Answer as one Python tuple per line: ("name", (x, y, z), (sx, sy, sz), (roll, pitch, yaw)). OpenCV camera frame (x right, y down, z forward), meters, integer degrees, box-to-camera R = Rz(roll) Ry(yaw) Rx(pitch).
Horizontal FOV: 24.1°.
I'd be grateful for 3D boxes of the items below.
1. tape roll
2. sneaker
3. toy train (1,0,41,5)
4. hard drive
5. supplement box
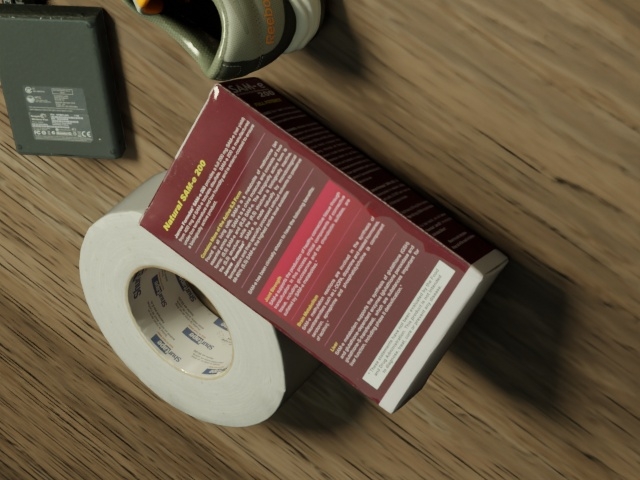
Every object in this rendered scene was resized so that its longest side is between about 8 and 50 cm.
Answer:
("tape roll", (-0.098, 0.051, 1.260), (0.219, 0.072, 0.219), (24, 137, 25))
("sneaker", (-0.119, -0.221, 1.023), (0.271, 0.108, 0.100), (45, 143, 4))
("toy train", (-0.245, -0.154, 1.253), (0.036, 0.027, 0.158), (24, 136, 30))
("hard drive", (-0.215, -0.129, 1.226), (0.094, 0.022, 0.135), (4, 129, 11))
("supplement box", (0.000, 0.000, 1.093), (0.239, 0.073, 0.130), (37, 111, 12))
